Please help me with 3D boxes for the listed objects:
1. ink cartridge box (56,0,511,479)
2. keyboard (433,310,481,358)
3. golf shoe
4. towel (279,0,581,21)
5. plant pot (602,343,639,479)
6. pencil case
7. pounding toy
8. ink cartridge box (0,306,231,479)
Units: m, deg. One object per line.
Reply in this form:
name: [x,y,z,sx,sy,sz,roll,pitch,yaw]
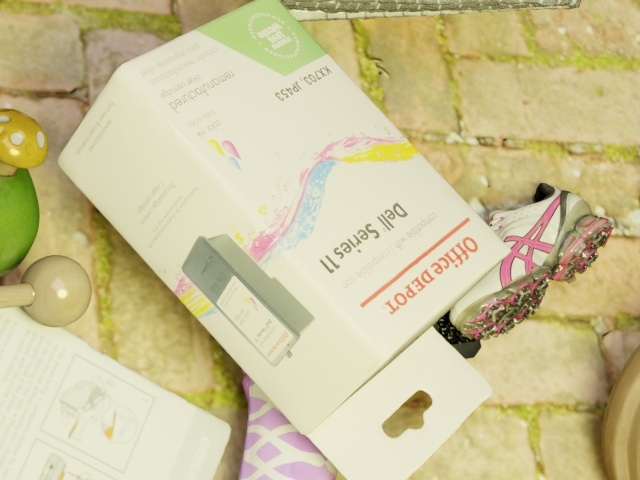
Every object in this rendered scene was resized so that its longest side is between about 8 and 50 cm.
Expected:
ink cartridge box: [0.000,0.000,1.232,0.353,0.119,0.207,47,40,5]
keyboard: [0.040,0.057,1.339,0.192,0.038,0.100,-7,71,-21]
golf shoe: [0.163,0.018,1.384,0.086,0.067,0.186,40,52,21]
towel: [0.077,-0.302,1.362,0.283,0.121,0.235,-2,98,-1]
plant pot: [0.351,0.164,1.290,0.237,0.110,0.237,-2,106,-8]
pencil case: [-0.033,0.192,1.236,0.088,0.086,0.206,11,63,-3]
pounding toy: [-0.258,-0.054,1.188,0.183,0.110,0.237,7,40,-45]
ink cartridge box: [-0.290,0.183,1.170,0.385,0.091,0.308,31,62,-17]
